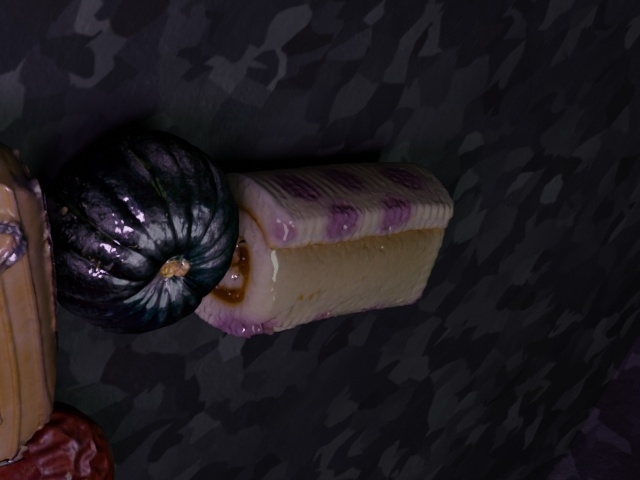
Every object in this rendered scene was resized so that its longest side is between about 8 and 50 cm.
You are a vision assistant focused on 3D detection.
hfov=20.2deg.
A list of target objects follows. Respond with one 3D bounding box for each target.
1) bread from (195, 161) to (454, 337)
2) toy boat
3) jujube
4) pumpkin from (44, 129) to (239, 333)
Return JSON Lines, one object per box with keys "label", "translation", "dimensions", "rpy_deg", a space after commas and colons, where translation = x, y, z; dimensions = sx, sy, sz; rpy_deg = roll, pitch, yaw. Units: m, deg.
{"label": "bread", "translation": [0.000, 0.000, 2.125], "dimensions": [0.338, 0.155, 0.187], "rpy_deg": [-7, 123, -48]}
{"label": "toy boat", "translation": [-0.342, 0.051, 1.713], "dimensions": [0.162, 0.136, 0.445], "rpy_deg": [-20, 145, -20]}
{"label": "jujube", "translation": [-0.332, 0.268, 1.960], "dimensions": [0.243, 0.183, 0.183], "rpy_deg": [-11, 134, -57]}
{"label": "pumpkin", "translation": [-0.188, -0.008, 1.845], "dimensions": [0.220, 0.162, 0.220], "rpy_deg": [-24, 134, -27]}
